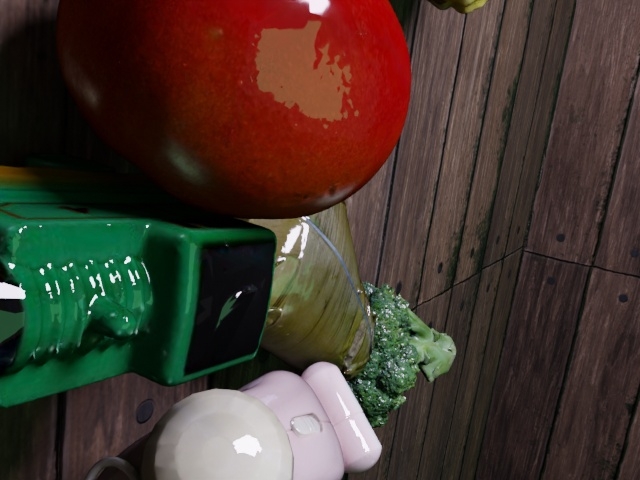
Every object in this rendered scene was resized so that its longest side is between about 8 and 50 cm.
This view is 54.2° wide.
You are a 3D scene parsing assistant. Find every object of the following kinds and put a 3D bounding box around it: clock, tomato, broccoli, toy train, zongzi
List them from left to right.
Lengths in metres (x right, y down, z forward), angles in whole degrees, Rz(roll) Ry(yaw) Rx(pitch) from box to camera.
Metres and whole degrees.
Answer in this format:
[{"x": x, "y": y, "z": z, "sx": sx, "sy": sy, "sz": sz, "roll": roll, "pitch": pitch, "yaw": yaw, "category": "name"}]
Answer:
[{"x": -0.209, "y": 0.031, "z": 0.483, "sx": 0.429, "sy": 0.249, "sz": 0.178, "roll": -5, "pitch": 108, "yaw": -59, "category": "toy train"}, {"x": -0.124, "y": 0.282, "z": 0.721, "sx": 0.342, "sy": 0.184, "sz": 0.326, "roll": -46, "pitch": 159, "yaw": 20, "category": "clock"}, {"x": -0.062, "y": -0.155, "z": 0.523, "sx": 0.226, "sy": 0.298, "sz": 0.298, "roll": -47, "pitch": 159, "yaw": 24, "category": "tomato"}, {"x": 0.000, "y": 0.000, "z": 0.903, "sx": 0.323, "sy": 0.160, "sz": 0.360, "roll": 44, "pitch": 58, "yaw": -46, "category": "zongzi"}, {"x": 0.104, "y": 0.196, "z": 1.106, "sx": 0.270, "sy": 0.270, "sz": 0.270, "roll": 4, "pitch": 103, "yaw": -21, "category": "broccoli"}]

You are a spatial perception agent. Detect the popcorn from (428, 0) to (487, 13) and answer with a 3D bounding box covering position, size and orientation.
[{"x": 0.183, "y": -0.481, "z": 0.913, "sx": 0.237, "sy": 0.293, "sz": 0.293, "roll": -43, "pitch": 155, "yaw": 17, "category": "popcorn"}]
